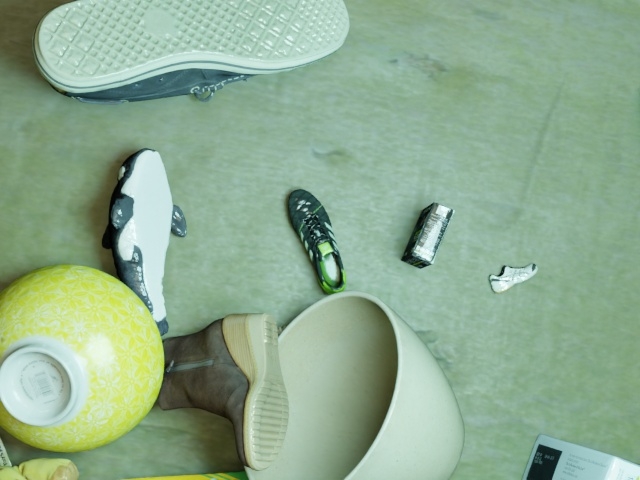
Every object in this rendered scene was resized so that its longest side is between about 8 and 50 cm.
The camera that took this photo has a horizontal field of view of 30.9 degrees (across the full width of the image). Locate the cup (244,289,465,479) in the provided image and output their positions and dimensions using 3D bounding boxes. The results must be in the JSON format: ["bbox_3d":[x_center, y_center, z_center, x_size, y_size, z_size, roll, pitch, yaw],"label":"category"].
[{"bbox_3d":[0.076,0.272,1.731,0.237,0.331,0.331,31,82,-34],"label":"cup"}]

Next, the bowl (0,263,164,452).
[{"bbox_3d":[-0.386,0.190,1.682,0.289,0.156,0.290,1,101,7],"label":"bowl"}]

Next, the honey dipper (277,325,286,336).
[{"bbox_3d":[-0.011,0.139,1.843,0.160,0.030,0.031,-13,89,-10],"label":"honey dipper"}]

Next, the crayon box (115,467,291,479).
[{"bbox_3d":[-0.193,0.456,1.723,0.322,0.083,0.203,-3,50,-7],"label":"crayon box"}]

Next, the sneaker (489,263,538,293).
[{"bbox_3d":[0.315,0.054,1.890,0.083,0.032,0.037,-27,91,-9],"label":"sneaker"}]

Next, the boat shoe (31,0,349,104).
[{"bbox_3d":[-0.197,-0.314,1.786,0.500,0.156,0.187,-14,84,-20],"label":"boat shoe"}]

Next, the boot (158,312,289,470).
[{"bbox_3d":[-0.152,0.235,1.721,0.206,0.090,0.249,-19,57,31],"label":"boot"}]

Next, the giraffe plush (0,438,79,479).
[{"bbox_3d":[-0.448,0.395,1.675,0.181,0.170,0.210,-40,94,9],"label":"giraffe plush"}]

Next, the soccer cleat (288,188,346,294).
[{"bbox_3d":[0.000,0.000,1.829,0.060,0.072,0.179,-22,90,-8],"label":"soccer cleat"}]

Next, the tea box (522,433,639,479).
[{"bbox_3d":[0.488,0.458,1.741,0.323,0.329,0.220,20,84,-6],"label":"tea box"}]

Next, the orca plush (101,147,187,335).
[{"bbox_3d":[-0.287,0.007,1.803,0.151,0.102,0.287,-24,104,-52],"label":"orca plush"}]

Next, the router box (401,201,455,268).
[{"bbox_3d":[0.168,-0.006,1.828,0.038,0.122,0.092,23,83,-2],"label":"router box"}]
